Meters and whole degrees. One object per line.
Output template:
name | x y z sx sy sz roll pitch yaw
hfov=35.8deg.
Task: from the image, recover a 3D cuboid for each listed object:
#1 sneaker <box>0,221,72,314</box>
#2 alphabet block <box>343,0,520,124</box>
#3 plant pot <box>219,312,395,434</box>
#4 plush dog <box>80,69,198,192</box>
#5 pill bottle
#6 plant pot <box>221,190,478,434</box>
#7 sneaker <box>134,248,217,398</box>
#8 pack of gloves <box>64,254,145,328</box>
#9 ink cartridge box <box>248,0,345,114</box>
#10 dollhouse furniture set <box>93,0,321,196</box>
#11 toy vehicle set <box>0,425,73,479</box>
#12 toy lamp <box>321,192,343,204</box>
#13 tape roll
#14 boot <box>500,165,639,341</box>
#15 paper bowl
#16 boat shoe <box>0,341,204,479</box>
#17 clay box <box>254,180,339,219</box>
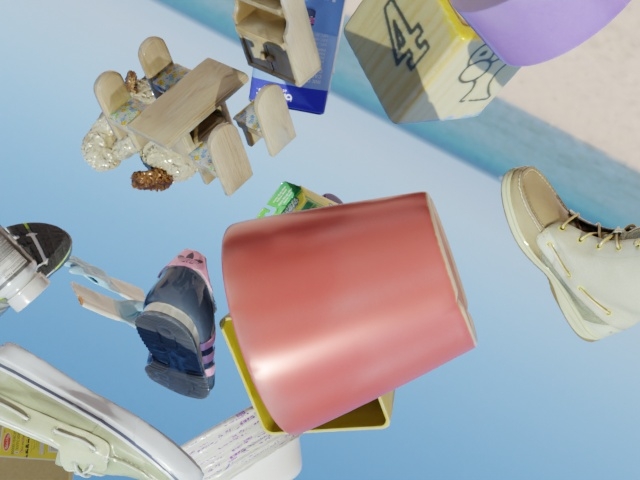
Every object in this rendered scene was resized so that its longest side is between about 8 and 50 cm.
sneaker | -0.528 0.066 1.605 0.111 0.300 0.121 61 -174 6
alphabet block | 0.183 -0.310 1.474 0.192 0.197 0.193 -12 -115 -37
plant pot | 0.005 0.151 1.511 0.212 0.212 0.187 -9 -156 25
plush dog | -0.331 -0.217 2.036 0.225 0.262 0.210 45 147 8
pill bottle | -0.462 0.034 1.432 0.137 0.078 0.078 49 -177 -12
plant pot | 0.043 0.068 1.180 0.275 0.243 0.275 -19 -90 -80
sneaker | -0.187 0.129 1.425 0.112 0.131 0.319 19 152 3
pack of gloves | -0.404 0.101 1.991 0.232 0.046 0.195 31 -167 -43
ink cartridge box | -0.027 -0.412 1.788 0.151 0.395 0.270 10 -145 1
dollhouse furniture set | -0.128 -0.212 1.179 0.212 0.242 0.161 28 151 34
toy vehicle set | -0.525 0.374 1.774 0.166 0.035 0.267 8 -148 -15
toy lamp | -0.057 0.025 1.716 0.080 0.274 0.080 33 -151 -21
tape roll | 0.225 -0.267 0.968 0.080 0.189 0.189 42 180 -26
boot | 0.296 -0.004 1.028 0.165 0.077 0.213 -26 96 52
paper bowl | -0.146 0.387 1.721 0.148 0.284 0.284 59 -166 9
boat shoe | -0.288 0.239 1.212 0.302 0.094 0.109 30 158 3
clay box | 0.000 0.000 1.597 0.222 0.127 0.053 23 -155 -32
